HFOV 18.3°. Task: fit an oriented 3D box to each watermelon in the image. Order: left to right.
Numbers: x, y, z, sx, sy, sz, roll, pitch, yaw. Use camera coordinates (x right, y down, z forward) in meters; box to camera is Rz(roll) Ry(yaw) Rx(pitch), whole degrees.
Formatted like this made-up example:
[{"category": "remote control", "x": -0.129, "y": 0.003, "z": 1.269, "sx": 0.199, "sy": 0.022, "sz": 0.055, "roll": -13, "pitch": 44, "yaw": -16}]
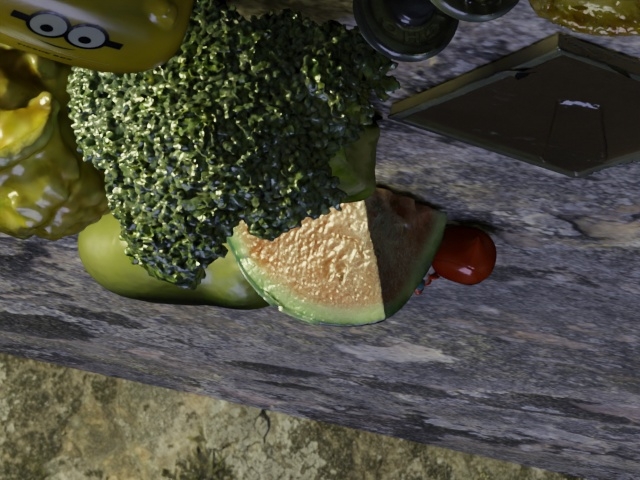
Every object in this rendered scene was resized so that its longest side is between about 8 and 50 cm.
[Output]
[{"category": "watermelon", "x": 0.003, "y": 0.019, "z": 2.029, "sx": 0.231, "sy": 0.146, "sz": 0.128, "roll": 5, "pitch": 166, "yaw": 18}]

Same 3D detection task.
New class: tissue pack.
[{"category": "tissue pack", "x": -0.168, "y": -0.186, "z": 1.330, "sx": 0.178, "sy": 0.123, "sz": 0.127, "roll": 17, "pitch": 165, "yaw": -25}]

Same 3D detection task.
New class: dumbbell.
[{"category": "dumbbell", "x": 0.078, "y": -0.170, "z": 1.310, "sx": 0.081, "sy": 0.082, "sz": 0.254, "roll": 14, "pitch": 168, "yaw": -17}]

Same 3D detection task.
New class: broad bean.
[{"category": "broad bean", "x": -0.139, "y": 0.014, "z": 2.181, "sx": 0.238, "sy": 0.119, "sz": 0.291, "roll": 8, "pitch": 175, "yaw": -44}]

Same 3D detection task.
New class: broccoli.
[{"category": "broccoli", "x": -0.062, "y": -0.080, "z": 1.625, "sx": 0.252, "sy": 0.221, "sz": 0.361, "roll": -21, "pitch": 169, "yaw": -2}]

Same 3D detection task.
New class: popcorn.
[{"category": "popcorn", "x": -0.255, "y": -0.099, "z": 1.651, "sx": 0.218, "sy": 0.169, "sz": 0.189, "roll": 40, "pitch": 173, "yaw": 22}]

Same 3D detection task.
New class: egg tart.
[{"category": "egg tart", "x": 0.189, "y": -0.167, "z": 1.328, "sx": 0.105, "sy": 0.039, "sz": 0.105, "roll": 10, "pitch": 167, "yaw": 2}]

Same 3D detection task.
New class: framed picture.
[{"category": "framed picture", "x": 0.207, "y": -0.103, "z": 1.634, "sx": 0.209, "sy": 0.019, "sz": 0.281, "roll": 16, "pitch": 166, "yaw": -24}]

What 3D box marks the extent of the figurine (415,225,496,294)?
[{"category": "figurine", "x": 0.130, "y": 0.016, "z": 2.110, "sx": 0.075, "sy": 0.068, "sz": 0.140, "roll": 23, "pitch": 156, "yaw": -35}]
